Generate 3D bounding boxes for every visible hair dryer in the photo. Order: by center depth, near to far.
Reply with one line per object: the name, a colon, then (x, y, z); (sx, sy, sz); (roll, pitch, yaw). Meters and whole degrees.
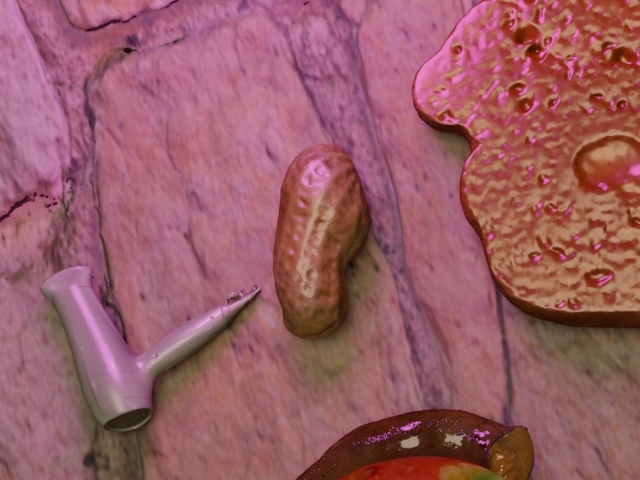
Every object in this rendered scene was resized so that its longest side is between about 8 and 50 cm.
hair dryer: (-0.184, 0.088, 2.013); (0.237, 0.075, 0.206); (-25, 67, -3)

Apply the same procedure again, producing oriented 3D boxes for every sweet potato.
sweet potato: (0.089, 0.243, 1.893); (0.286, 0.085, 0.112); (-13, 54, 8)

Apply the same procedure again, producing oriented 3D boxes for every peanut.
peanut: (0.000, 0.000, 1.968); (0.108, 0.095, 0.226); (6, 80, 10)

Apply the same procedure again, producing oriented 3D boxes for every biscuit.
biscuit: (0.318, -0.100, 1.937); (0.350, 0.078, 0.455); (-25, 73, 8)

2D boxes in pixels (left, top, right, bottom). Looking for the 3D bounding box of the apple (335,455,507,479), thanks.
apple: (0.103, 0.389, 1.747); (0.340, 0.339, 0.339); (-3, 77, 11)
